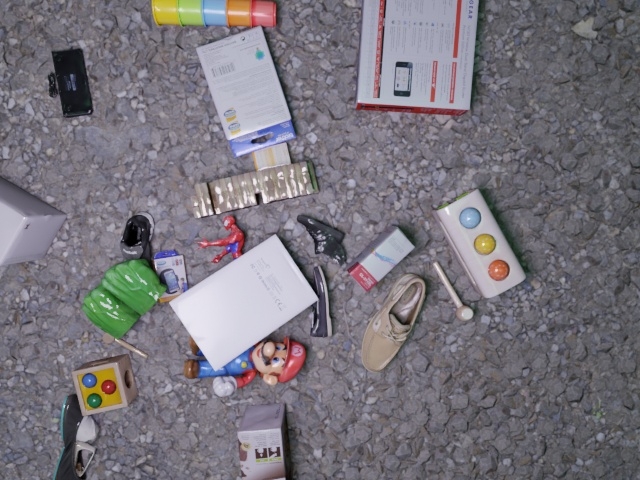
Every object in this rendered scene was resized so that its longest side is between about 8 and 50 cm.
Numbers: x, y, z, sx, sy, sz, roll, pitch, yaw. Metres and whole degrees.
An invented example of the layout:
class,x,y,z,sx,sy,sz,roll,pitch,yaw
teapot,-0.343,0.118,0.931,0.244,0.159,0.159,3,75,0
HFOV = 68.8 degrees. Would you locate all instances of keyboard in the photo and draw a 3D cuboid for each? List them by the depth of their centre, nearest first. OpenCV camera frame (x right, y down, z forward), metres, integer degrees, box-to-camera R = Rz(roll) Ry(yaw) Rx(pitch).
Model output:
class,x,y,z,sx,sy,sz,roll,pitch,yaw
keyboard,-0.693,-0.430,1.282,0.108,0.023,0.180,-9,93,-6

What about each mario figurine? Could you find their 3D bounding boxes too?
class,x,y,z,sx,sy,sz,roll,pitch,yaw
mario figurine,-0.200,0.300,1.257,0.321,0.170,0.197,0,92,1

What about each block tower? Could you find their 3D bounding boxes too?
class,x,y,z,sx,sy,sz,roll,pitch,yaw
block tower,-0.177,-0.138,1.267,0.336,0.097,0.090,-13,94,-1

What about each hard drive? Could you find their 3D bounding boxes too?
class,x,y,z,sx,sy,sz,roll,pitch,yaw
hard drive,-0.194,0.157,1.217,0.319,0.040,0.210,-34,92,-13

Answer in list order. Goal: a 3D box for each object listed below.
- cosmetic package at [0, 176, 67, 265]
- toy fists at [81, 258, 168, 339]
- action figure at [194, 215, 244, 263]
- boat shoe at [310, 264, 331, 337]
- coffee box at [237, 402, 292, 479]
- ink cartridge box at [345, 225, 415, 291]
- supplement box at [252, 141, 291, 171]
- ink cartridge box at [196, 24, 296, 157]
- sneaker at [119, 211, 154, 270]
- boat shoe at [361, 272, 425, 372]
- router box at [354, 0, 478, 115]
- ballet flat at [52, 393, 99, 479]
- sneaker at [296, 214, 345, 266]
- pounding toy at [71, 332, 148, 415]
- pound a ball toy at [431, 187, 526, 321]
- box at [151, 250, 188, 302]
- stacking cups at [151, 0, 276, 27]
class,x,y,z,sx,sy,sz,roll,pitch,yaw
cosmetic package,-0.897,-0.096,1.215,0.366,0.197,0.155,32,93,-1
toy fists,-0.525,0.147,1.238,0.142,0.096,0.279,42,123,-15
action figure,-0.253,0.075,1.278,0.139,0.091,0.280,-11,94,-9
boat shoe,-0.010,0.173,1.296,0.065,0.075,0.205,-7,98,-3
coffee box,-0.145,0.623,1.275,0.119,0.168,0.296,-5,93,0
ink cartridge box,0.158,0.046,1.262,0.175,0.127,0.072,-43,94,2
supplement box,-0.134,-0.228,1.289,0.099,0.036,0.062,-12,93,1
ink cartridge box,-0.196,-0.396,1.267,0.186,0.065,0.310,-18,91,1
sneaker,-0.502,0.040,1.268,0.078,0.106,0.234,2,93,0
boat shoe,0.202,0.232,1.288,0.109,0.098,0.302,27,93,-2
router box,0.254,-0.516,1.252,0.302,0.082,0.334,4,93,-1
ballet flat,-0.678,0.560,1.313,0.096,0.095,0.280,11,104,-11
sneaker,0.000,0.000,1.297,0.170,0.051,0.089,24,88,-5
pounding toy,-0.579,0.356,1.293,0.181,0.094,0.205,-12,94,0
pound a ball toy,0.405,0.047,1.261,0.208,0.136,0.319,-29,93,1
box,-0.416,0.097,1.293,0.081,0.028,0.136,-10,96,-34
stacking cups,-0.276,-0.604,1.244,0.317,0.096,0.095,5,93,-3
